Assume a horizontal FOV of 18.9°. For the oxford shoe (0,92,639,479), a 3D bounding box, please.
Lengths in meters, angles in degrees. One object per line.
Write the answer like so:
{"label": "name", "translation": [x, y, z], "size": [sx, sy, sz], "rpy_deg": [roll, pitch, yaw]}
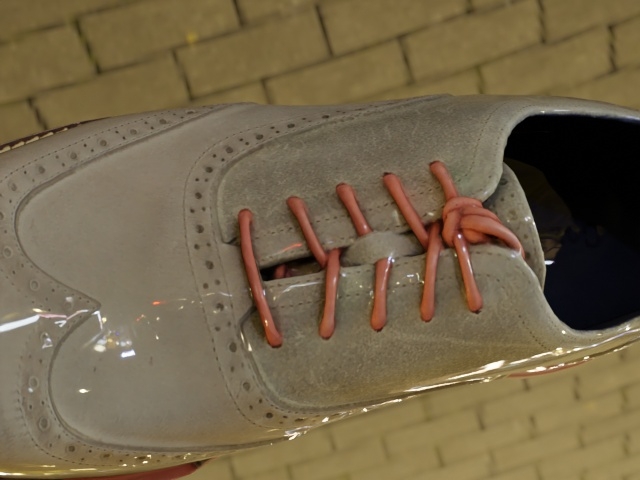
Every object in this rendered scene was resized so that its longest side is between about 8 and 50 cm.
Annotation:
{"label": "oxford shoe", "translation": [0.000, 0.000, 0.611], "size": [0.348, 0.123, 0.130], "rpy_deg": [-12, 174, -32]}
